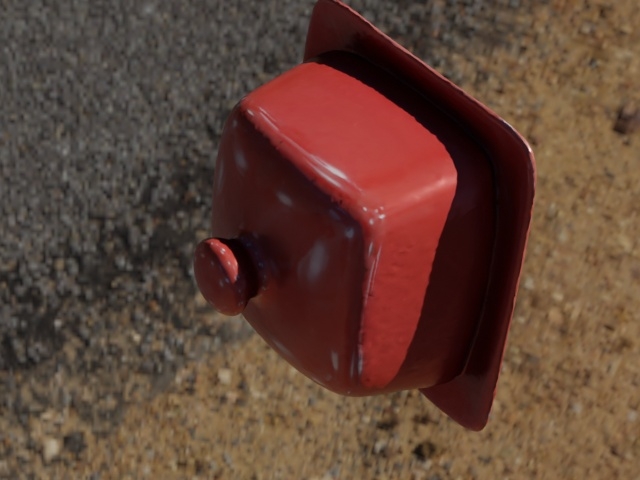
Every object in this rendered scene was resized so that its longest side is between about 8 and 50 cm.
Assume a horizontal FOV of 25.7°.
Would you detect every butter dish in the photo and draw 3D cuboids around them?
[{"bbox_3d":[0.000,0.000,0.611,0.118,0.160,0.160,-19,43,-29],"label":"butter dish"}]
